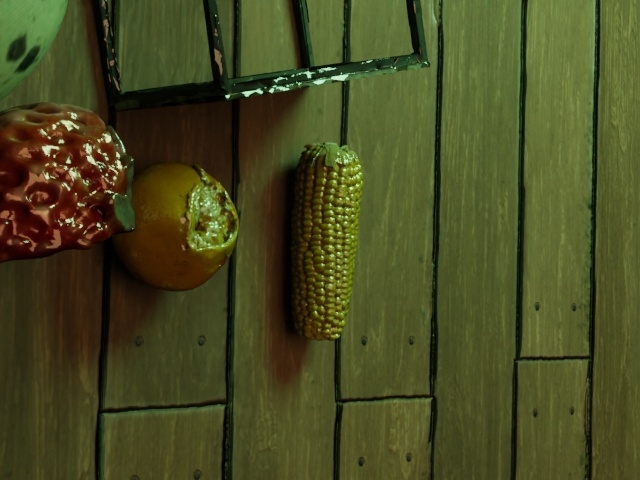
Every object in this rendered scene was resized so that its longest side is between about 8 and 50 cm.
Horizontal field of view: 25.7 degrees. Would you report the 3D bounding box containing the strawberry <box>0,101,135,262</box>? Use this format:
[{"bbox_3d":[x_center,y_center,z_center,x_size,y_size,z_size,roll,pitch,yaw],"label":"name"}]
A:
[{"bbox_3d":[-0.354,-0.048,1.393,0.336,0.265,0.149,-13,100,-18],"label":"strawberry"}]

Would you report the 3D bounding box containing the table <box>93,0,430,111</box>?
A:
[{"bbox_3d":[-0.075,-0.313,1.670,0.335,0.222,0.272,-15,101,-43],"label":"table"}]

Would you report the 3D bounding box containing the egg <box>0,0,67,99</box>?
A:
[{"bbox_3d":[-0.407,-0.233,1.317,0.379,0.288,0.287,-21,104,-54],"label":"egg"}]

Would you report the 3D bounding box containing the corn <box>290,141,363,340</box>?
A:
[{"bbox_3d":[0.004,0.000,1.829,0.091,0.091,0.260,5,90,-25],"label":"corn"}]

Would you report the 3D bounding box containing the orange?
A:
[{"bbox_3d":[-0.168,-0.016,1.640,0.155,0.134,0.154,-7,101,-40],"label":"orange"}]
